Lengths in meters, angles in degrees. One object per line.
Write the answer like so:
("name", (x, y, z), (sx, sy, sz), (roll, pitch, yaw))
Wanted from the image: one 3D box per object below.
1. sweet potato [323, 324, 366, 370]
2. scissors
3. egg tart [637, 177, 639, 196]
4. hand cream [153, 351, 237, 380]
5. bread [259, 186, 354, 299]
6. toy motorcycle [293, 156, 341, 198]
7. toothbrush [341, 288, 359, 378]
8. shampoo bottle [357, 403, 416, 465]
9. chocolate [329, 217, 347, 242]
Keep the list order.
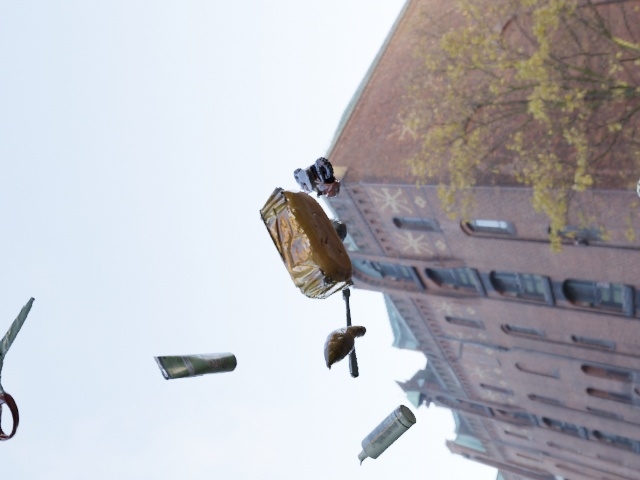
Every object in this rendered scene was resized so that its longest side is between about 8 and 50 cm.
("sweet potato", (0.059, 0.257, 1.428), (0.269, 0.075, 0.074), (-24, -65, -63))
("scissors", (-0.513, 0.185, 0.870), (0.017, 0.144, 0.247), (-21, -48, -75))
("egg tart", (0.993, -0.150, 1.625), (0.052, 0.130, 0.130), (-5, -81, -38))
("hand cream", (-0.314, 0.324, 1.442), (0.235, 0.086, 0.055), (8, -65, -44))
("bread", (-0.026, 0.004, 1.175), (0.136, 0.107, 0.241), (12, -135, -58))
("toy motorcycle", (-0.010, -0.170, 1.591), (0.084, 0.212, 0.118), (-38, -78, -24))
("toothbrush", (0.087, 0.270, 1.651), (0.030, 0.030, 0.297), (101, 167, -54))
("shampoo bottle", (0.224, 0.694, 1.958), (0.262, 0.085, 0.085), (-49, -30, 18))
("chocolate", (0.000, 0.000, 1.929), (0.110, 0.248, 0.110), (25, -130, -34))
